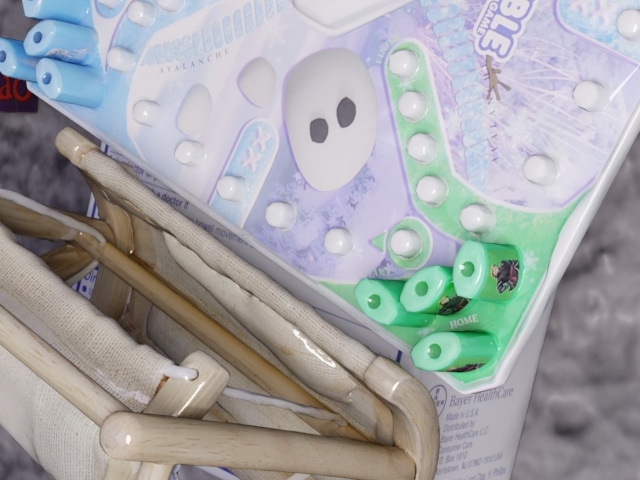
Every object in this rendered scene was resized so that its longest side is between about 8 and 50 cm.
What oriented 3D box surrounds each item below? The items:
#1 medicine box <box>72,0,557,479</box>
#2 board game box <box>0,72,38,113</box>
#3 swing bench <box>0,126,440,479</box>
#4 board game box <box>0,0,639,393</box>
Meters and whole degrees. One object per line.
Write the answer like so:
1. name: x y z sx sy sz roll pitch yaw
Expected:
1. medicine box: 0.000 0.000 0.886 0.263 0.149 0.289 20 101 35
2. board game box: -0.404 -0.122 1.066 0.208 0.347 0.056 13 100 37
3. swing bench: -0.102 0.067 0.708 0.253 0.255 0.165 34 116 31
4. board game box: 0.018 -0.182 0.758 0.390 0.050 0.390 34 105 33
